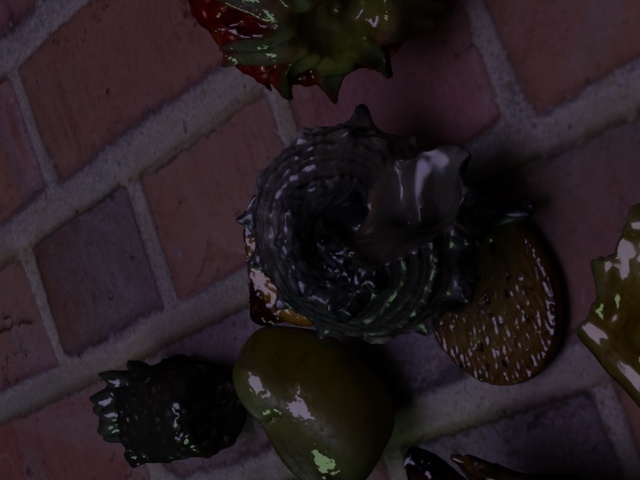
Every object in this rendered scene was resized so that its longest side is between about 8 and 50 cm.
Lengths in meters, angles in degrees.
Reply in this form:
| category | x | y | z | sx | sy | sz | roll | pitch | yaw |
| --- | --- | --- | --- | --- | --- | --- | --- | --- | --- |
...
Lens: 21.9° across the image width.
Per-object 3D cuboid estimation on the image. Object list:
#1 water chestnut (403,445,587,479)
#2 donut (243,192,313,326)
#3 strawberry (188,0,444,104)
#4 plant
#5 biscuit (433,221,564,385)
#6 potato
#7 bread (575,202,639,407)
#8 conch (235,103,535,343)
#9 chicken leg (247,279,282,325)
| category | x | y | z | sx | sy | sz | roll | pitch | yaw |
| --- | --- | --- | --- | --- | --- | --- | --- | --- | --- |
| water chestnut | 0.175 | 0.333 | 1.588 | 0.289 | 0.289 | 0.244 | -27 | 49 | 50 |
| donut | 0.000 | 0.000 | 1.792 | 0.166 | 0.073 | 0.184 | -9 | 95 | 24 |
| strawberry | -0.030 | -0.319 | 1.640 | 0.292 | 0.292 | 0.343 | -65 | 35 | 38 |
| plant | -0.191 | 0.212 | 2.075 | 0.194 | 0.132 | 0.129 | -2 | 96 | 45 |
| biscuit | 0.173 | 0.056 | 1.669 | 0.188 | 0.027 | 0.188 | 18 | 114 | 45 |
| potato | -0.012 | 0.177 | 1.812 | 0.194 | 0.157 | 0.157 | 36 | 140 | -13 |
| bread | 0.354 | 0.105 | 1.332 | 0.196 | 0.238 | 0.252 | -47 | 52 | 11 |
| conch | 0.056 | -0.017 | 1.644 | 0.313 | 0.186 | 0.241 | 1 | 89 | 47 |
| chicken leg | -0.030 | 0.032 | 1.894 | 0.205 | 0.053 | 0.093 | -36 | 57 | 44 |
